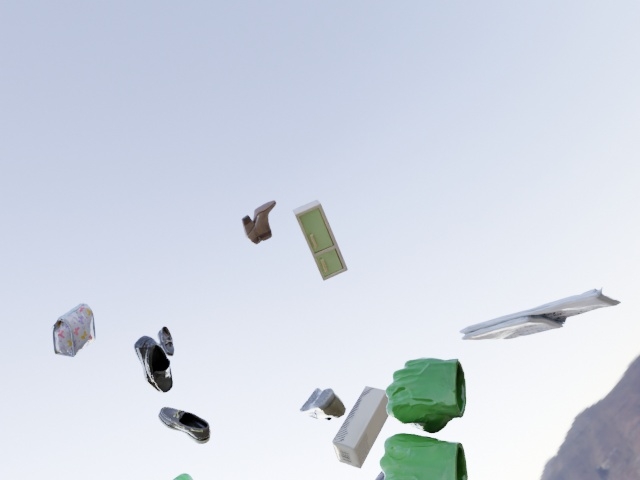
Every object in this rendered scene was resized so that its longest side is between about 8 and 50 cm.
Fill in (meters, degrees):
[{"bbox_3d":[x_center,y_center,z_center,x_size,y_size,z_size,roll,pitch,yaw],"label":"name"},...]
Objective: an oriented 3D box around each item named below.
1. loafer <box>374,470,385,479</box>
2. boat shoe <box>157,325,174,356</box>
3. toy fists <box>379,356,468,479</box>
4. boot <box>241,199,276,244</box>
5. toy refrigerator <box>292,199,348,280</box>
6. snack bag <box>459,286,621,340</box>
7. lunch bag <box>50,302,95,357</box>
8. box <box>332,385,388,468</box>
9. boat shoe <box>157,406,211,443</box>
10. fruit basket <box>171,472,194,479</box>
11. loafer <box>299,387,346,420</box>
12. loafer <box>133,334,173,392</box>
[{"bbox_3d":[0.108,0.611,1.096,0.084,0.096,0.267,-4,-57,-59],"label":"loafer"},{"bbox_3d":[-0.522,0.343,1.680,0.046,0.125,0.038,22,-72,-39],"label":"boat shoe"},{"bbox_3d":[0.187,0.344,0.889,0.096,0.142,0.279,49,-140,-43],"label":"toy fists"},{"bbox_3d":[-0.154,-0.045,1.333,0.119,0.042,0.087,-30,-65,-1],"label":"boot"},{"bbox_3d":[0.000,0.000,1.769,0.102,0.094,0.269,-23,-72,-3],"label":"toy refrigerator"},{"bbox_3d":[0.574,0.202,1.265,0.343,0.037,0.323,-26,-26,33],"label":"snack bag"},{"bbox_3d":[-0.470,0.167,0.938,0.071,0.053,0.083,-60,-21,-67],"label":"lunch bag"},{"bbox_3d":[0.153,0.661,1.766,0.275,0.094,0.113,-44,-52,-47],"label":"box"},{"bbox_3d":[-0.492,0.653,1.790,0.081,0.228,0.068,-32,-44,-60],"label":"boat shoe"},{"bbox_3d":[-0.459,0.843,1.356,0.392,0.283,0.392,-35,-26,-20],"label":"fruit basket"},{"bbox_3d":[0.008,0.499,1.465,0.094,0.087,0.251,-48,-1,-22],"label":"loafer"},{"bbox_3d":[-0.480,0.374,1.453,0.076,0.078,0.223,-48,-40,-43],"label":"loafer"}]
